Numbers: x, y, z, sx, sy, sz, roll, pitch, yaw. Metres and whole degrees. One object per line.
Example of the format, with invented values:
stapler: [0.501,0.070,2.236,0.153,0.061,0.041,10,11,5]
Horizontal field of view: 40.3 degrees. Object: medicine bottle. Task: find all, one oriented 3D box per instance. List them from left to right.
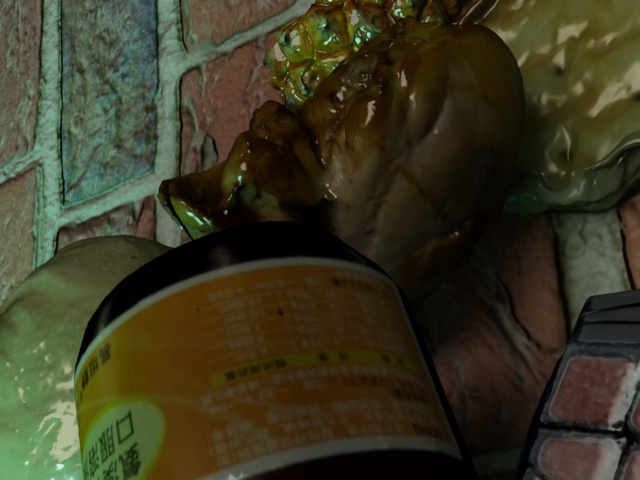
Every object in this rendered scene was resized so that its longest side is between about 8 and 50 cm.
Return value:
medicine bottle: [-0.004,0.196,0.501,0.242,0.242,0.395,-42,48,21]

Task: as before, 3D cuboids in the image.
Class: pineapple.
pineapple: [0.042,-0.175,0.897,0.250,0.140,0.164,-24,63,28]

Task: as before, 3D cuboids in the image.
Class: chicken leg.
chicken leg: [0.000,0.000,0.744,0.182,0.295,0.409,57,142,43]

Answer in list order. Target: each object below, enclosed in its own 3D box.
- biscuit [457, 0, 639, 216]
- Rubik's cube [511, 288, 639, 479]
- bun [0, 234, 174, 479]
biscuit: [0.246,-0.124,0.755,0.329,0.078,0.335,-53,51,9]
Rubik's cube: [0.253,0.166,0.523,0.264,0.319,0.319,20,89,15]
bun: [-0.263,0.160,0.895,0.364,0.202,0.364,-164,90,-76]
